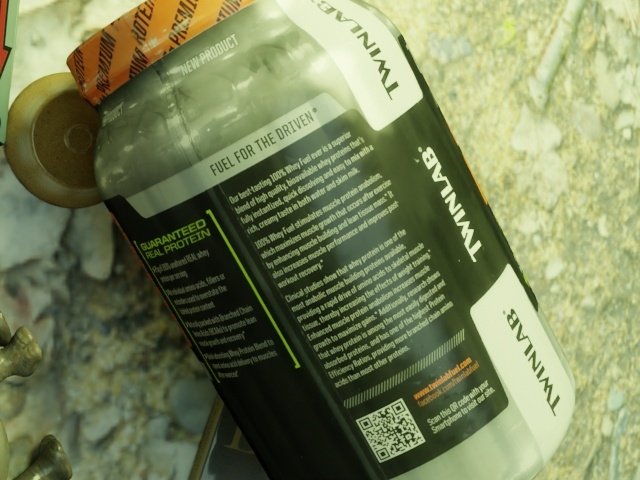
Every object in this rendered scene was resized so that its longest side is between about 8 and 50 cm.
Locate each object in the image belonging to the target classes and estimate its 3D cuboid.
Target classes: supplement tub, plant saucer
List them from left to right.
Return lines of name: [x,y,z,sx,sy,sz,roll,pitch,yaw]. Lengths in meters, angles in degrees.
plant saucer: [-0.148,-0.061,0.569,0.083,0.015,0.083,-1,91,-33]
supplement tub: [0.000,0.000,0.546,0.193,0.193,0.316,-35,103,-28]

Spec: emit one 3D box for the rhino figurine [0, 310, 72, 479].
rhino figurine: [-0.207,0.075,0.499,0.106,0.073,0.243,-29,105,-33]

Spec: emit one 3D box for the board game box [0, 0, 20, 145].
board game box: [-0.226,-0.157,0.374,0.213,0.317,0.046,-12,53,-33]

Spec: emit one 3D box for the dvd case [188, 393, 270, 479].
dvd case: [0.006,0.106,0.673,0.164,0.018,0.221,24,78,-31]
